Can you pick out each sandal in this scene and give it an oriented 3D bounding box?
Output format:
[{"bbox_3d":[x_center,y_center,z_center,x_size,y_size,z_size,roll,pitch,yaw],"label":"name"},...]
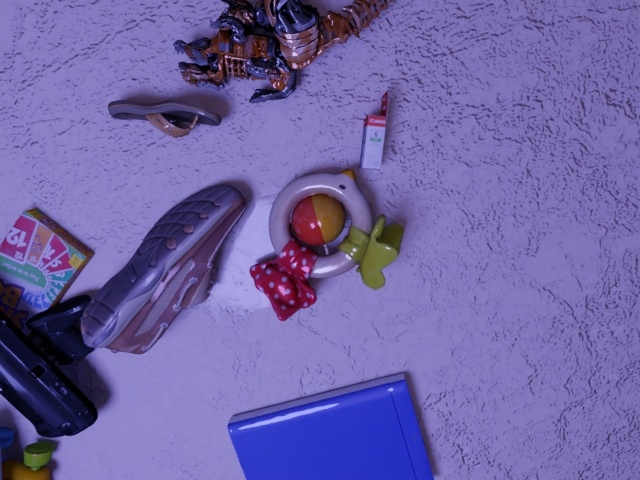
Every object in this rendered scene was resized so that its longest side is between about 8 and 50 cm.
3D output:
[{"bbox_3d":[-0.236,-0.181,0.654,0.180,0.072,0.049,4,90,7],"label":"sandal"}]

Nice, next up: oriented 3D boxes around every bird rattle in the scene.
[{"bbox_3d":[0.000,0.000,0.679,0.254,0.143,0.206,-16,88,18],"label":"bird rattle"}]

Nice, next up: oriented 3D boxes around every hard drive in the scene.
[{"bbox_3d":[0.021,0.374,0.762,0.319,0.040,0.210,-16,100,5],"label":"hard drive"}]

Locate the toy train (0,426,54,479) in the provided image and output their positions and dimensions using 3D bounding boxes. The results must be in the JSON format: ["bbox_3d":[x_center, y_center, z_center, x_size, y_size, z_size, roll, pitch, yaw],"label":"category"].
[{"bbox_3d":[-0.509,0.432,0.769,0.248,0.105,0.143,13,87,0],"label":"toy train"}]

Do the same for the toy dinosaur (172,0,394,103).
[{"bbox_3d":[-0.053,-0.320,0.610,0.322,0.164,0.218,-21,114,-13],"label":"toy dinosaur"}]

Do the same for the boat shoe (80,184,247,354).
[{"bbox_3d":[-0.230,0.048,0.687,0.324,0.123,0.116,-46,129,0],"label":"boat shoe"}]

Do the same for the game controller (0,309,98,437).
[{"bbox_3d":[-0.512,0.207,0.712,0.167,0.067,0.319,-22,109,38],"label":"game controller"}]

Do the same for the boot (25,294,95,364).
[{"bbox_3d":[-0.418,0.154,0.726,0.121,0.045,0.099,-23,116,2],"label":"boot"}]

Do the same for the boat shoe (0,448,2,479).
[{"bbox_3d":[-0.566,0.441,0.669,0.088,0.096,0.267,-13,77,-2],"label":"boat shoe"}]

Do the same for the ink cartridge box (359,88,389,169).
[{"bbox_3d":[0.080,-0.166,0.650,0.029,0.063,0.115,5,100,-1],"label":"ink cartridge box"}]

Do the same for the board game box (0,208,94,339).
[{"bbox_3d":[-0.513,0.083,0.733,0.124,0.039,0.259,39,102,-5],"label":"board game box"}]
